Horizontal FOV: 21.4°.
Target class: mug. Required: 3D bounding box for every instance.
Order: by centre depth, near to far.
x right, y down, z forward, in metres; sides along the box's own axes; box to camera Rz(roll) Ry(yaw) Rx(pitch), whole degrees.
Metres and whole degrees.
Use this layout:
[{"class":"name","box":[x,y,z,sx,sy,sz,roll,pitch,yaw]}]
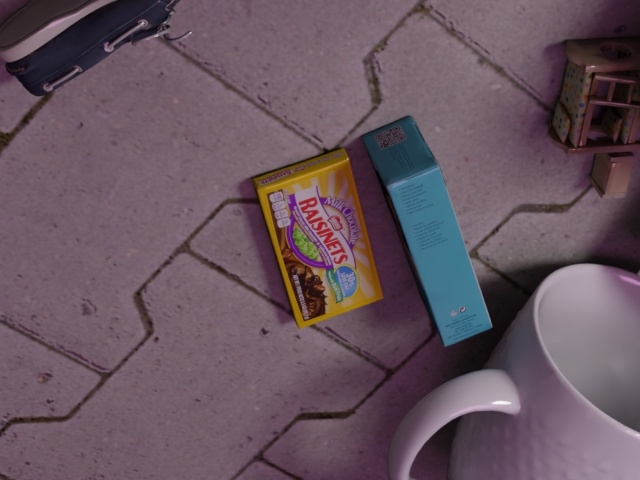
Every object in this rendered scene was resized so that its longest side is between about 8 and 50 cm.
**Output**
[{"class":"mug","box":[0.250,0.233,1.931,0.374,0.276,0.328,5,133,-28]}]

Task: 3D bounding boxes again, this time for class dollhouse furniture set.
[{"class":"dollhouse furniture set","box":[0.308,-0.096,1.777,0.101,0.161,0.182,-4,126,-15]}]

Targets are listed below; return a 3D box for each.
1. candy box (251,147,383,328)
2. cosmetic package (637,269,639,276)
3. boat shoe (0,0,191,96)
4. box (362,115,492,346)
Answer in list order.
[{"class":"candy box","box":[0.000,0.000,1.835,0.105,0.027,0.206,-21,130,-6]},{"class":"cosmetic package","box":[0.523,0.065,1.884,0.296,0.129,0.153,42,115,10]},{"class":"boat shoe","box":[-0.182,-0.215,1.569,0.254,0.095,0.079,-31,128,7]},{"class":"box","box":[0.117,-0.007,1.821,0.060,0.100,0.244,-22,129,0]}]
